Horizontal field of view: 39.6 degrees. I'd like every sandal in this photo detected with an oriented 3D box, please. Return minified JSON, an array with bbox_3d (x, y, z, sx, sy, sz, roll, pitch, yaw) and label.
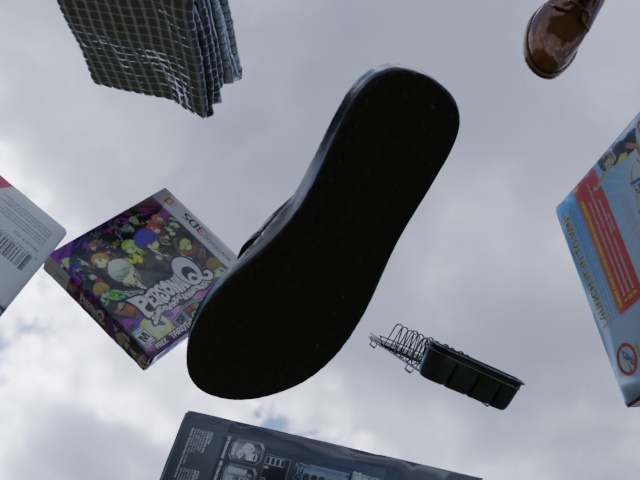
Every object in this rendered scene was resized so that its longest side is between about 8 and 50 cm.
[{"bbox_3d":[0.003,0.000,1.031,0.168,0.107,0.445,32,-79,-18],"label":"sandal"}]

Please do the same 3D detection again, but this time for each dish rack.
[{"bbox_3d":[0.216,0.219,1.625,0.208,0.271,0.074,27,-91,-24],"label":"dish rack"}]

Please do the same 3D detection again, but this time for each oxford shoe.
[{"bbox_3d":[0.323,-0.297,1.143,0.076,0.212,0.076,32,-24,-4],"label":"oxford shoe"}]

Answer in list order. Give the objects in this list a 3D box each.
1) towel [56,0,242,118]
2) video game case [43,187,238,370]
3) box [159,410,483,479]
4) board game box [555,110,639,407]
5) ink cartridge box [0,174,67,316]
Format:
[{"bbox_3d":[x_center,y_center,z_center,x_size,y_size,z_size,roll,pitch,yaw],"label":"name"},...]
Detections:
[{"bbox_3d":[-0.262,-0.323,1.356,0.235,0.121,0.283,12,-32,12],"label":"towel"},{"bbox_3d":[-0.237,0.047,1.278,0.210,0.232,0.042,43,-43,13],"label":"video game case"},{"bbox_3d":[-0.019,0.218,0.468,0.184,0.232,0.059,11,-40,7],"label":"box"},{"bbox_3d":[0.439,0.007,1.094,0.086,0.308,0.302,-1,-30,-17],"label":"board game box"},{"bbox_3d":[-0.419,0.028,0.964,0.172,0.237,0.100,43,-48,-16],"label":"ink cartridge box"}]
